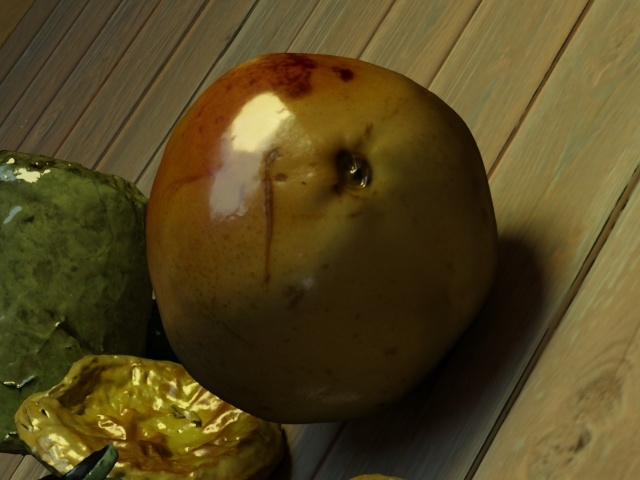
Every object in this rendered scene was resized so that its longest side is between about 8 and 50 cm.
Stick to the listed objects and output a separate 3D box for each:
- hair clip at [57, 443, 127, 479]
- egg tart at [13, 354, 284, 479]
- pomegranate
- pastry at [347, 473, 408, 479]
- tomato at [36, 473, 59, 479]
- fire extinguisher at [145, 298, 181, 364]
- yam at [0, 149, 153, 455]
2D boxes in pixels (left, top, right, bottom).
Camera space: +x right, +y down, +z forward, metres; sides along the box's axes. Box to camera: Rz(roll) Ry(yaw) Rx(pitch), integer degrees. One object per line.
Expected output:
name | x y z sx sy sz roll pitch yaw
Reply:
hair clip | -0.161 0.281 1.352 0.194 0.206 0.310 -38 0 21
egg tart | -0.149 0.182 1.636 0.241 0.241 0.106 -106 23 -65
pomegranate | 0.000 0.000 1.518 0.319 0.319 0.319 -42 23 22
pastry | 0.019 0.252 1.288 0.192 0.093 0.182 -35 22 16
tomato | -0.243 0.299 1.719 0.199 0.112 0.228 -31 17 -3
fire extinguisher | -0.238 0.148 1.986 0.093 0.118 0.294 -21 -5 -45
yam | -0.257 0.068 1.800 0.195 0.195 0.300 2 88 64
